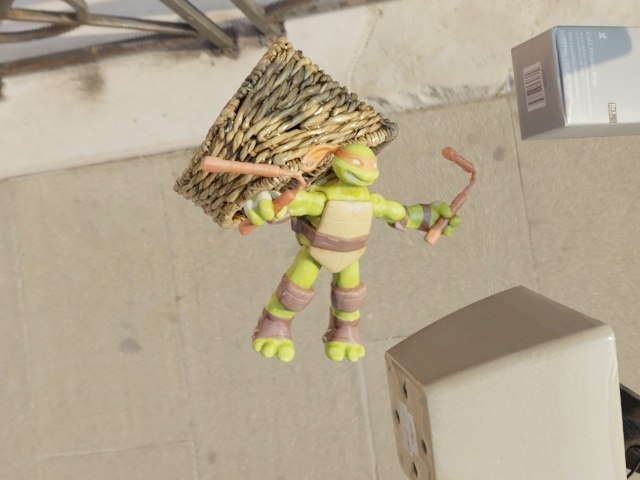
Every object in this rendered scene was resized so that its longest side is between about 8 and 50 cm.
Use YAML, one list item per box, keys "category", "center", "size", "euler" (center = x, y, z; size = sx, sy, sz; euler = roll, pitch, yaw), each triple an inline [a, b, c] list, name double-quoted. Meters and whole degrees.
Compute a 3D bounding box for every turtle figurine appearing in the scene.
- category: "turtle figurine"
  center: [0.000, 0.000, 0.742]
  size: [0.087, 0.269, 0.217]
  euler: [45, 127, 47]

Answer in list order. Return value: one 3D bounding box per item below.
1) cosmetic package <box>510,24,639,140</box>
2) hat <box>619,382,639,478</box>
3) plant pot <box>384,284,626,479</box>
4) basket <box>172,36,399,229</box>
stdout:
- category: "cosmetic package"
  center: [0.369, -0.197, 1.069]
  size: [0.238, 0.107, 0.127]
  euler: [-7, 88, -20]
- category: "hat"
  center: [0.293, 0.243, 1.079]
  size: [0.331, 0.331, 0.134]
  euler: [39, 79, 10]
- category: "plant pot"
  center: [0.094, 0.095, 0.466]
  size: [0.096, 0.109, 0.109]
  euler: [-11, 101, -12]
- category: "basket"
  center: [-0.064, -0.105, 1.235]
  size: [0.223, 0.299, 0.213]
  euler: [36, 65, -10]
